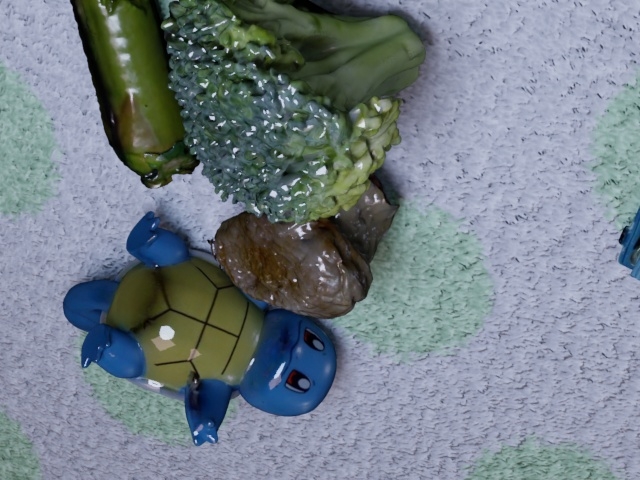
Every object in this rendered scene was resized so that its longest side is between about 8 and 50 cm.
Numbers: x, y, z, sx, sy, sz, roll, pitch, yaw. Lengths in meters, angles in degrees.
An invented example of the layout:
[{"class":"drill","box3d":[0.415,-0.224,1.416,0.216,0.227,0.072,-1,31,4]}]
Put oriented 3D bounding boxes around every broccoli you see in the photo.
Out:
[{"class":"broccoli","box3d":[-0.021,-0.189,1.371,0.347,0.280,0.294,22,128,57]}]

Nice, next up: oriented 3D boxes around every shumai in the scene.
[{"class":"shumai","box3d":[0.002,0.003,1.551,0.218,0.185,0.184,-21,92,53]}]

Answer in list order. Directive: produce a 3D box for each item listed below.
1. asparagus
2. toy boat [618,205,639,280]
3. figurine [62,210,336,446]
[{"class":"asparagus","box3d":[-0.245,-0.251,1.494,0.108,0.128,0.382,-19,119,-11]},{"class":"toy boat","box3d":[0.427,-0.040,1.403,0.109,0.098,0.238,22,126,1]},{"class":"figurine","box3d":[-0.186,0.126,1.659,0.416,0.298,0.243,15,155,12]}]
